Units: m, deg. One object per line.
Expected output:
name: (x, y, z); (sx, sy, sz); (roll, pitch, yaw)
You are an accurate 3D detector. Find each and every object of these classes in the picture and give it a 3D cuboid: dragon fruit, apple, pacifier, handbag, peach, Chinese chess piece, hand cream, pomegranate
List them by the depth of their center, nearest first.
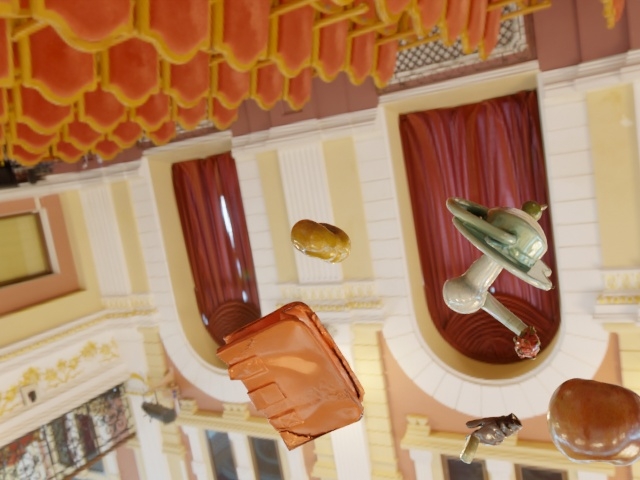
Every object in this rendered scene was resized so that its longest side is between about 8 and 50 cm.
pacifier: (0.365, 0.043, 1.213); (0.288, 0.269, 0.343); (41, -162, 15)
apple: (0.746, 0.495, 1.456); (0.253, 0.253, 0.253); (-9, -172, 1)
peach: (0.000, 0.000, 1.543); (0.179, 0.103, 0.179); (22, -173, -3)
handbag: (-0.076, 0.399, 1.584); (0.303, 0.410, 0.116); (-27, -162, 15)
Chinese chess piece: (0.446, 0.622, 1.615); (0.034, 0.084, 0.084); (25, -160, 18)
dragon fruit: (0.680, 0.332, 1.776); (0.081, 0.086, 0.116); (27, -143, 1)
pomegranate: (0.719, -0.106, 1.833); (0.084, 0.073, 0.073); (-47, -157, -20)
hand cream: (0.687, 0.279, 2.038); (0.050, 0.078, 0.205); (-20, -129, -44)

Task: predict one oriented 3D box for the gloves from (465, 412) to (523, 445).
gloves: (0.742, 0.824, 2.359); (0.119, 0.142, 0.285); (-30, 170, -46)
